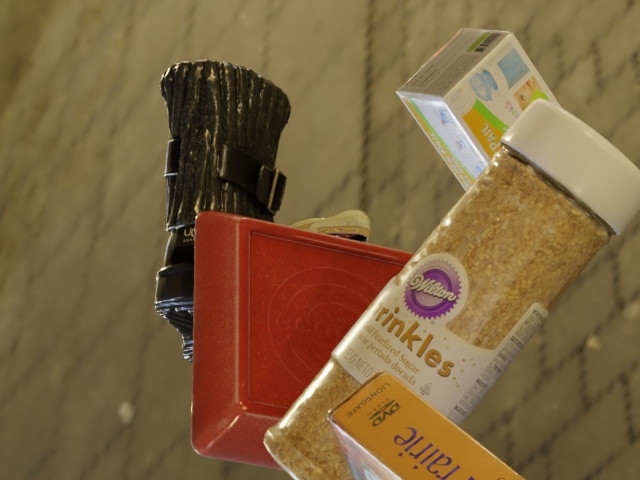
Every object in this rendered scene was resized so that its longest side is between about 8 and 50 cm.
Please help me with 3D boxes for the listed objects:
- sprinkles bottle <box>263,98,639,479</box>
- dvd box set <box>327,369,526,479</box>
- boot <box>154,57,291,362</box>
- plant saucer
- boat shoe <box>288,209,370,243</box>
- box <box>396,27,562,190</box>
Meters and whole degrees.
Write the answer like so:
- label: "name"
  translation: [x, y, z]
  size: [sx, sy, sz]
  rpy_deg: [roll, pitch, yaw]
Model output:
- label: "sprinkles bottle"
  translation: [0.108, 0.059, 1.519]
  size: [0.355, 0.121, 0.121]
  rpy_deg: [-51, 22, 1]
- label: "dvd box set"
  translation: [0.184, 0.297, 1.294]
  size: [0.062, 0.308, 0.420]
  rpy_deg: [-36, 41, -15]
- label: "boot"
  translation: [-0.088, -0.020, 2.020]
  size: [0.348, 0.131, 0.260]
  rpy_deg: [73, -164, -71]
- label: "plant saucer"
  translation: [0.012, 0.093, 1.767]
  size: [0.048, 0.258, 0.259]
  rpy_deg: [126, 149, -49]
- label: "boat shoe"
  translation: [0.000, 0.000, 2.470]
  size: [0.135, 0.050, 0.045]
  rpy_deg: [-19, 43, 8]
- label: "box"
  translation: [0.197, -0.118, 2.099]
  size: [0.114, 0.203, 0.103]
  rpy_deg: [-44, 24, -15]
